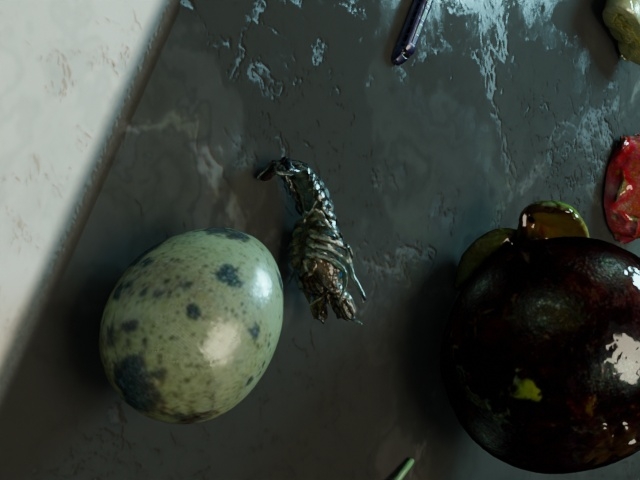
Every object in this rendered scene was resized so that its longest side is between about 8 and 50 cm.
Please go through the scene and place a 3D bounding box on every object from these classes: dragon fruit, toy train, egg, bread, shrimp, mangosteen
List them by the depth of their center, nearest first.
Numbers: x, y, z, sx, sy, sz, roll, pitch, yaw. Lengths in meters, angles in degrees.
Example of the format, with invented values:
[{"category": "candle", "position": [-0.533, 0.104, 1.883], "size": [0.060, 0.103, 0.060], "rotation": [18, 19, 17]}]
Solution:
[{"category": "egg", "position": [-0.101, 0.064, 1.100], "size": [0.181, 0.141, 0.141], "rotation": [-56, 135, -36]}, {"category": "shrimp", "position": [0.003, -0.003, 1.269], "size": [0.076, 0.082, 0.174], "rotation": [-33, 113, -39]}, {"category": "toy train", "position": [0.096, -0.217, 1.397], "size": [0.017, 0.017, 0.083], "rotation": [38, 67, -46]}, {"category": "mangosteen", "position": [0.261, 0.112, 1.478], "size": [0.288, 0.288, 0.288], "rotation": [-11, 105, -50]}, {"category": "bread", "position": [0.424, -0.332, 1.752], "size": [0.139, 0.060, 0.178], "rotation": [46, 61, -46]}, {"category": "dragon fruit", "position": [0.455, -0.071, 1.799], "size": [0.153, 0.111, 0.153], "rotation": [-7, 99, -54]}]

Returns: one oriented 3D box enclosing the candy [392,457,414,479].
[{"category": "candy", "position": [0.052, 0.284, 1.410], "size": [0.201, 0.060, 0.060], "rotation": [-41, 126, -49]}]
